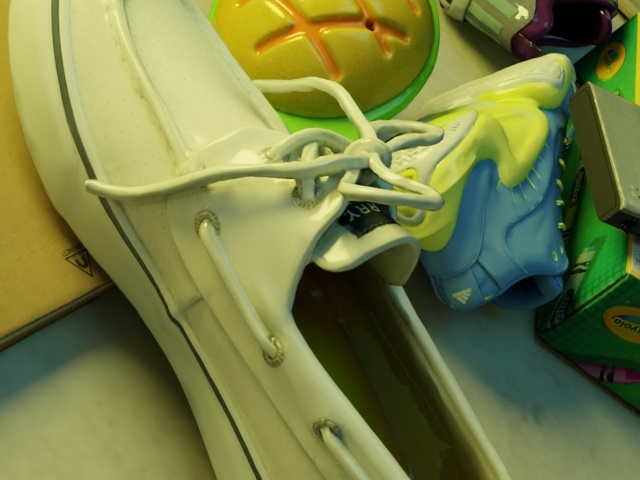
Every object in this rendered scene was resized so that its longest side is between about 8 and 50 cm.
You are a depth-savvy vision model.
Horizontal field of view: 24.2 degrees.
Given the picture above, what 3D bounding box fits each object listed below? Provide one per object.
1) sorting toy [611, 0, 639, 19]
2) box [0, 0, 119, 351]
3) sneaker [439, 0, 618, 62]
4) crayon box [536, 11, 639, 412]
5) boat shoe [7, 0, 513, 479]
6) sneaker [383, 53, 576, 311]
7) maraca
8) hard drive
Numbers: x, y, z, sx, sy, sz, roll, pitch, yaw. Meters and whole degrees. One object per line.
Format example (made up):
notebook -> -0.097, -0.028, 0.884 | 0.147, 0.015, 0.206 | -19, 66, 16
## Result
sorting toy -> 0.302, -0.185, 1.235 | 0.229, 0.041, 0.307 | 48, 37, -2
box -> -0.166, -0.030, 0.651 | 0.164, 0.021, 0.201 | 54, 38, 4
sneaker -> 0.188, -0.174, 1.054 | 0.223, 0.083, 0.098 | -24, 61, -34
crayon box -> 0.237, -0.007, 0.987 | 0.165, 0.081, 0.278 | 36, 40, -18
boat shoe -> -0.005, 0.003, 0.647 | 0.135, 0.156, 0.367 | -12, 74, -51
sneaker -> 0.105, -0.028, 0.889 | 0.240, 0.091, 0.126 | -34, 104, -53
maraca -> -0.004, -0.099, 0.811 | 0.127, 0.099, 0.186 | 17, 54, 9
hard drive -> 0.211, -0.033, 0.896 | 0.135, 0.022, 0.094 | 19, 47, -33
